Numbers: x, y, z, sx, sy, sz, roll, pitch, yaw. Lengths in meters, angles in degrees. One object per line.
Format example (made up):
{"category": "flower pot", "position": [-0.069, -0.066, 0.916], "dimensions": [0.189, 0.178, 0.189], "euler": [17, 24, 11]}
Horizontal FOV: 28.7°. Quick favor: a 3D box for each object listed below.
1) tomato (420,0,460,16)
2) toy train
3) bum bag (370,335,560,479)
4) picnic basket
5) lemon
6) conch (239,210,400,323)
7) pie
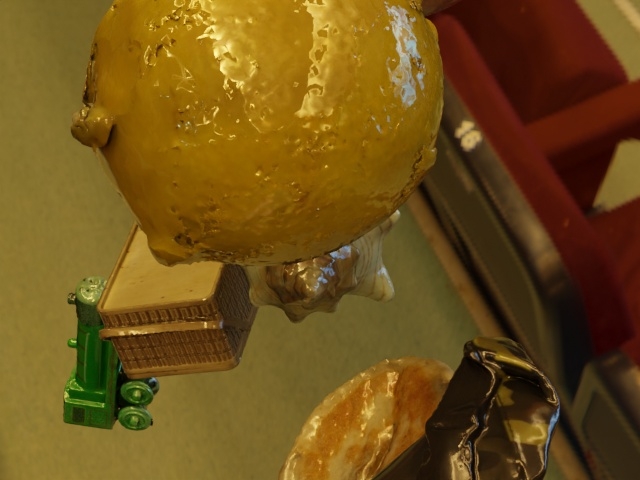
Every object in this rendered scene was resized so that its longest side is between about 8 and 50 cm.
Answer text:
{"category": "tomato", "position": [0.031, -0.289, 0.845], "dimensions": [0.270, 0.270, 0.227], "euler": [43, 20, 26]}
{"category": "toy train", "position": [-0.247, 0.137, 1.502], "dimensions": [0.119, 0.251, 0.085], "euler": [9, 43, -2]}
{"category": "bum bag", "position": [0.025, 0.144, 0.624], "dimensions": [0.060, 0.232, 0.106], "euler": [44, 11, -15]}
{"category": "picnic basket", "position": [-0.118, 0.042, 1.107], "dimensions": [0.115, 0.079, 0.164], "euler": [-6, 35, 17]}
{"category": "lemon", "position": [-0.024, -0.076, 0.640], "dimensions": [0.206, 0.173, 0.173], "euler": [-34, 61, -18]}
{"category": "conch", "position": [0.008, -0.004, 1.008], "dimensions": [0.137, 0.114, 0.234], "euler": [36, 29, 7]}
{"category": "pie", "position": [0.083, 0.310, 1.761], "dimensions": [0.339, 0.077, 0.339], "euler": [-30, 41, 30]}
